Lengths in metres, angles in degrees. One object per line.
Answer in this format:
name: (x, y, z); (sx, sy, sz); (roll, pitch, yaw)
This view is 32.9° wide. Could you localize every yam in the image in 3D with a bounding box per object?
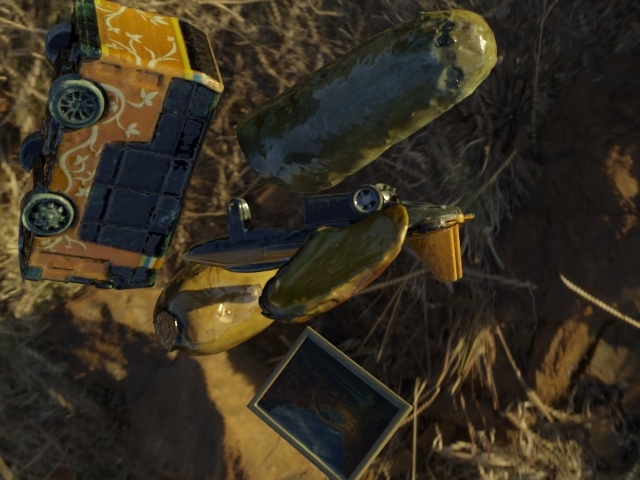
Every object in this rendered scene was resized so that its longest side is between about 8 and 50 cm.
yam: (0.055, -0.157, 1.225); (0.330, 0.133, 0.133); (-28, 91, 35)

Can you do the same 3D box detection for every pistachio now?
pistachio: (0.017, 0.025, 1.058); (0.173, 0.049, 0.089); (-32, 47, 8)

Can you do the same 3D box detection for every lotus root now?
lotus root: (-0.115, 0.069, 1.355); (0.125, 0.221, 0.118); (39, 137, 22)

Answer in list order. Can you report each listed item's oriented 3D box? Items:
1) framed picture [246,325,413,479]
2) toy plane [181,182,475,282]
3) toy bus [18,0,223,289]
framed picture: (0.011, 0.285, 1.860); (0.250, 0.016, 0.184); (37, 87, 30)
toy plane: (0.000, -0.013, 1.170); (0.316, 0.204, 0.103); (2, 92, 14)
toy bus: (-0.248, -0.106, 1.285); (0.194, 0.162, 0.323); (8, 124, -23)
